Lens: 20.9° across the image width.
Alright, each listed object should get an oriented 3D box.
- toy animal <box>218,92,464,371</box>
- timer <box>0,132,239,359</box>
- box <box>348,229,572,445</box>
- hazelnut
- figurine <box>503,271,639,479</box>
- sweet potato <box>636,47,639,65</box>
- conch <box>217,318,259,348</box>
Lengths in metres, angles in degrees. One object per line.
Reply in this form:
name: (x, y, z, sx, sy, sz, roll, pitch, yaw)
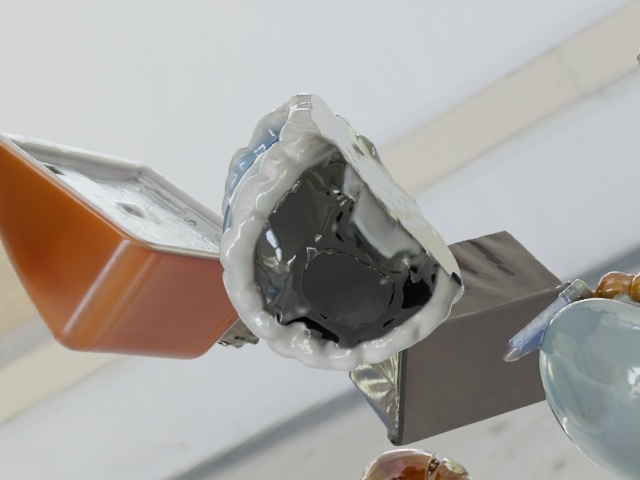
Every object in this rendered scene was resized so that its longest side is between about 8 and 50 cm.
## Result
toy animal: (0.000, 0.000, 1.420, 0.156, 0.208, 0.204, -38, 19, 9)
timer: (-0.214, -0.008, 1.847, 0.161, 0.250, 0.257, -50, -30, 20)
box: (0.168, 0.117, 2.170, 0.252, 0.188, 0.153, -15, 37, -24)
hazelnut: (0.125, 0.373, 2.361, 0.182, 0.182, 0.182, -31, 5, 3)
figurine: (0.348, 0.100, 1.467, 0.224, 0.205, 0.382, 12, 18, 41)
sweet potato: (0.346, -0.198, 1.645, 0.050, 0.050, 0.214, -33, 5, -17)
conch: (-0.098, 0.051, 2.129, 0.155, 0.207, 0.130, -42, 49, -4)
